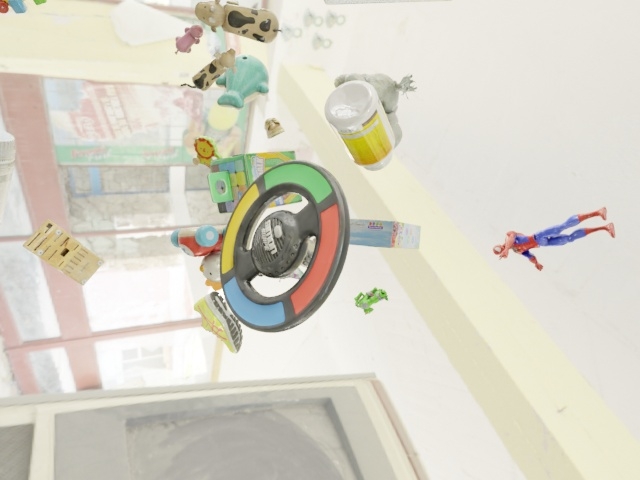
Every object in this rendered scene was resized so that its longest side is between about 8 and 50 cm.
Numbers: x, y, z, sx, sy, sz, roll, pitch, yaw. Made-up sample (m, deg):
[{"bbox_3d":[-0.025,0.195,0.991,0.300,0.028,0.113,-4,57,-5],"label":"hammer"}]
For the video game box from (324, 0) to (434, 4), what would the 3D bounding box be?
[{"bbox_3d":[0.086,-0.437,0.694,0.048,0.205,0.187,97,-17,-53],"label":"video game box"}]

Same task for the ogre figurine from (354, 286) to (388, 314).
[{"bbox_3d":[0.213,0.254,1.900,0.096,0.118,0.197,62,-12,-19],"label":"ogre figurine"}]

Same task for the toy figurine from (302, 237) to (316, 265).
[{"bbox_3d":[0.000,0.000,1.610,0.209,0.148,0.213,-58,-177,13],"label":"toy figurine"}]

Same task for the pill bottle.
[{"bbox_3d":[0.097,-0.245,0.985,0.215,0.117,0.117,46,21,-58],"label":"pill bottle"}]

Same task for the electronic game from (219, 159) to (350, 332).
[{"bbox_3d":[-0.056,0.004,0.571,0.229,0.048,0.229,-16,-115,38],"label":"electronic game"}]

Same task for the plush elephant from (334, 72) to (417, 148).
[{"bbox_3d":[0.165,-0.446,1.555,0.255,0.272,0.330,-54,-154,-16],"label":"plush elephant"}]

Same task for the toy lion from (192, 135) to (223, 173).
[{"bbox_3d":[-0.323,-0.249,1.267,0.096,0.100,0.034,-58,178,38],"label":"toy lion"}]

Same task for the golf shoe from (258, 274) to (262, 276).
[{"bbox_3d":[-0.227,0.090,1.602,0.094,0.198,0.077,14,-96,23],"label":"golf shoe"}]

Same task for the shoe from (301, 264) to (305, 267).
[{"bbox_3d":[-0.050,0.095,2.129,0.076,0.219,0.058,-46,-116,24],"label":"shoe"}]

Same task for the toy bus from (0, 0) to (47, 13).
[{"bbox_3d":[-0.754,-0.628,1.055,0.104,0.191,0.202,74,11,-48],"label":"toy bus"}]

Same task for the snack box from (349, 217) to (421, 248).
[{"bbox_3d":[0.138,-0.017,1.107,0.175,0.207,0.070,5,-90,29],"label":"snack box"}]

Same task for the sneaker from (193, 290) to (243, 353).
[{"bbox_3d":[-0.308,0.253,1.319,0.208,0.094,0.081,65,14,-12],"label":"sneaker"}]

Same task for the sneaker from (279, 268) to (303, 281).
[{"bbox_3d":[-0.093,0.104,1.298,0.069,0.098,0.038,-44,-165,6],"label":"sneaker"}]

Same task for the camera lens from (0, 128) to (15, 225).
[{"bbox_3d":[-0.902,-0.152,1.085,0.219,0.220,0.274,43,-66,57],"label":"camera lens"}]

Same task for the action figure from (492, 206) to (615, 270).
[{"bbox_3d":[0.560,0.016,1.092,0.280,0.139,0.091,-18,-61,43],"label":"action figure"}]

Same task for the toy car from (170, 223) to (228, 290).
[{"bbox_3d":[-0.391,0.066,1.553,0.219,0.210,0.237,-4,-88,46],"label":"toy car"}]

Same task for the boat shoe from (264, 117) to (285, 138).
[{"bbox_3d":[-0.126,-0.294,1.138,0.045,0.050,0.135,65,-6,-21],"label":"boat shoe"}]

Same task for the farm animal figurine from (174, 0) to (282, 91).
[{"bbox_3d":[-0.262,-0.595,1.228,0.172,0.327,0.330,-107,-169,-58],"label":"farm animal figurine"}]

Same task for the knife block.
[{"bbox_3d":[-0.738,0.020,1.216,0.242,0.088,0.275,22,-23,27],"label":"knife block"}]

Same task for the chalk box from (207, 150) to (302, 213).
[{"bbox_3d":[-0.167,-0.137,1.043,0.132,0.213,0.132,0,-78,41],"label":"chalk box"}]

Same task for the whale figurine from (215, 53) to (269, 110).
[{"bbox_3d":[-0.301,-0.606,1.670,0.141,0.217,0.272,96,11,-50],"label":"whale figurine"}]
